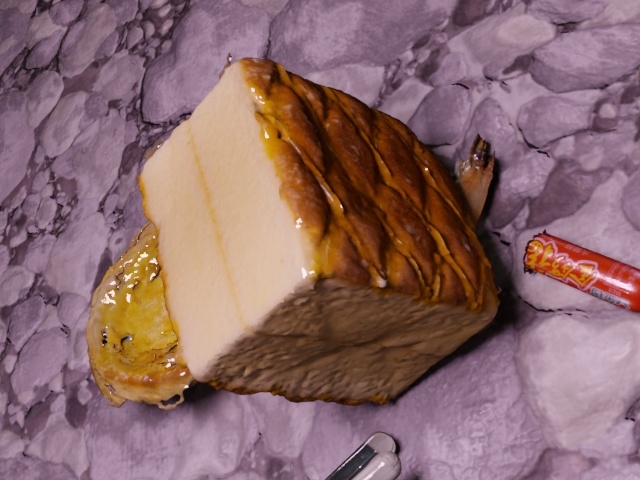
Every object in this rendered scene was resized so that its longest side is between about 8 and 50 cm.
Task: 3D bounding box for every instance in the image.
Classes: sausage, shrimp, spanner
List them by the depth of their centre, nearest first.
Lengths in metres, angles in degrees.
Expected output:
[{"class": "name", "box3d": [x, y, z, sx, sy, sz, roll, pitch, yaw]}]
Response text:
[{"class": "sausage", "box3d": [0.268, 0.036, 0.838, 0.145, 0.048, 0.050, 26, 88, 37]}, {"class": "spanner", "box3d": [-0.040, 0.320, 0.868, 0.040, 0.095, 0.325, 44, 93, -3]}, {"class": "shrimp", "box3d": [0.146, -0.038, 0.968, 0.099, 0.041, 0.180, 14, 76, 53]}]

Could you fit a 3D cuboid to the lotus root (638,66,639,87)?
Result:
[{"class": "lotus root", "box3d": [0.390, -0.208, 0.864, 0.143, 0.070, 0.144, -8, 62, 30]}]

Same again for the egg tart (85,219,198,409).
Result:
[{"class": "egg tart", "box3d": [-0.163, 0.085, 1.065, 0.291, 0.107, 0.290, -19, 53, 27]}]

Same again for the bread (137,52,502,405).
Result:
[{"class": "bread", "box3d": [0.000, 0.000, 0.860, 0.207, 0.279, 0.279, -45, 47, 29]}]
